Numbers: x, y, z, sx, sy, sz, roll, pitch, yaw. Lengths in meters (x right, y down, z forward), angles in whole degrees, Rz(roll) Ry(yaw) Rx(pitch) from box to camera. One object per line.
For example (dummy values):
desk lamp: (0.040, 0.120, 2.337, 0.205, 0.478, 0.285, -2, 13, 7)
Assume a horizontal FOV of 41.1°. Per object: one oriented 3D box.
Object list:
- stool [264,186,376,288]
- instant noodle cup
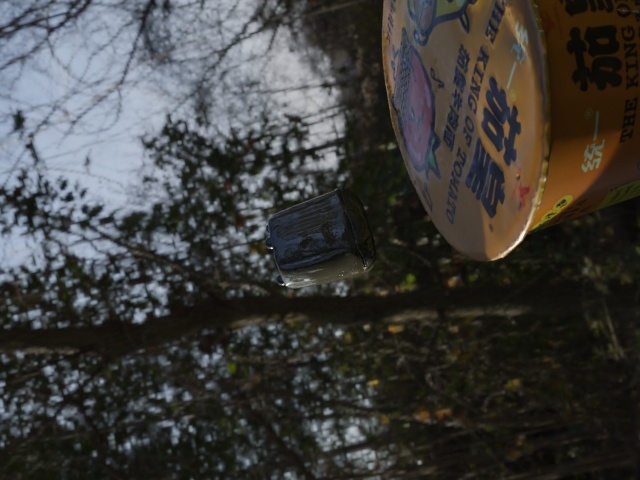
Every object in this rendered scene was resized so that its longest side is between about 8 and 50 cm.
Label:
stool: (0.000, 0.000, 0.905, 0.096, 0.110, 0.096, -18, -90, -85)
instant noodle cup: (0.150, -0.108, 0.511, 0.216, 0.172, 0.216, 168, 90, -77)
